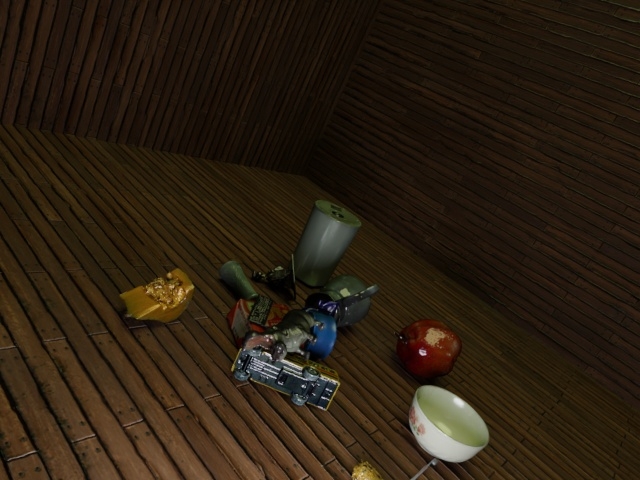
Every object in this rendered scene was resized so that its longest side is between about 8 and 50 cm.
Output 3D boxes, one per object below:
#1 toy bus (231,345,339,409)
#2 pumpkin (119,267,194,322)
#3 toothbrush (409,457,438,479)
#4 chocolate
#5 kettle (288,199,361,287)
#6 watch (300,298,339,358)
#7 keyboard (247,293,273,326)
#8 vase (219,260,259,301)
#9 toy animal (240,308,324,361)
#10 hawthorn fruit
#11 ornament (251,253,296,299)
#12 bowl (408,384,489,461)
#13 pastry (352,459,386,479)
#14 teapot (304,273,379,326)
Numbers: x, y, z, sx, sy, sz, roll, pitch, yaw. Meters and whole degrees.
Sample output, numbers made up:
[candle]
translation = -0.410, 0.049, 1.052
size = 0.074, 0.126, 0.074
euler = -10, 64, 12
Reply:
[toy bus]
translation = -0.111, 0.425, 1.555
size = 0.335, 0.121, 0.123
euler = 24, 13, -5
[pumpkin]
translation = -0.538, 0.206, 1.594
size = 0.248, 0.126, 0.131
euler = -24, 58, -43
[toothbrush]
translation = 0.322, 0.718, 1.503
size = 0.017, 0.014, 0.194
euler = 41, 23, 31
[chocolate]
translation = -0.192, 0.321, 1.743
size = 0.237, 0.108, 0.235
euler = 16, 23, -33
[kettle]
translation = 0.000, 0.000, 2.428
size = 0.250, 0.377, 0.361
euler = 19, 20, -20
[watch]
translation = -0.013, 0.338, 1.809
size = 0.171, 0.196, 0.200
euler = 9, 16, -18
[keyboard]
translation = -0.212, 0.248, 1.728
size = 0.067, 0.011, 0.202
euler = 24, 19, -4
[vase]
translation = -0.324, 0.184, 1.964
size = 0.096, 0.096, 0.219
euler = 7, 29, -45
[toy animal]
translation = -0.101, 0.309, 1.545
size = 0.168, 0.106, 0.343
euler = 30, 15, 19
[hawthorn fruit]
translation = 0.431, 0.436, 2.021
size = 0.300, 0.254, 0.254
euler = 33, 16, -19
[ornament]
translation = -0.208, 0.172, 2.141
size = 0.196, 0.166, 0.153
euler = -3, 54, -1
[bowl]
translation = 0.415, 0.639, 1.635
size = 0.277, 0.145, 0.277
euler = 25, 17, -8
[pastry]
translation = 0.147, 0.673, 1.328
size = 0.140, 0.056, 0.080
euler = 33, 8, 25
[teapot]
translation = 0.089, 0.283, 2.021
size = 0.305, 0.224, 0.285
euler = 7, 15, 35
